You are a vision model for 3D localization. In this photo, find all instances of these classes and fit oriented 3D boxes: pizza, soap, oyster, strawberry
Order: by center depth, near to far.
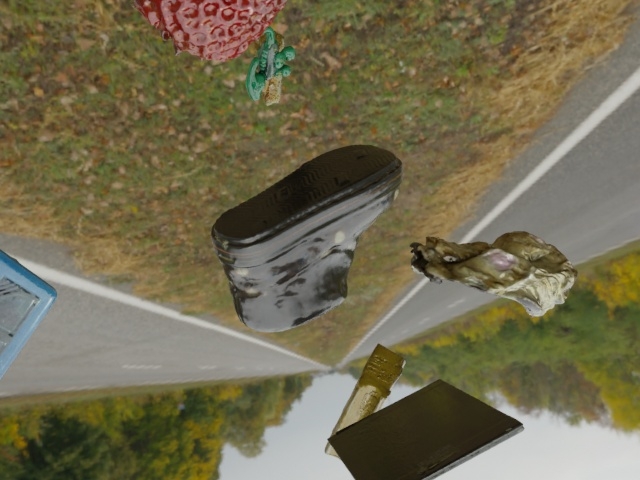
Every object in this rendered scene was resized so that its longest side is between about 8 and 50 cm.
[{"bbox_3d":[0.184,0.028,0.664,0.163,0.081,0.191,17,176,39],"label":"oyster"},{"bbox_3d":[-0.113,-0.349,0.816,0.244,0.205,0.205,-21,168,32],"label":"strawberry"},{"bbox_3d":[-0.104,-0.355,1.239,0.046,0.175,0.134,-2,152,-15],"label":"pizza"},{"bbox_3d":[0.106,0.364,1.455,0.080,0.258,0.160,27,-171,9],"label":"soap"}]

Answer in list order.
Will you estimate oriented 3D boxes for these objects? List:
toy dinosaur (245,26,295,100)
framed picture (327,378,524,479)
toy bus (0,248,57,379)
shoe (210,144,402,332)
[{"bbox_3d":[-0.095,-0.315,1.129,0.096,0.059,0.132,-44,154,-42],"label":"toy dinosaur"},{"bbox_3d":[0.158,0.328,1.086,0.255,0.014,0.338,-25,-177,-11],"label":"framed picture"},{"bbox_3d":[-0.313,0.099,0.452,0.113,0.246,0.134,14,156,40],"label":"toy bus"},{"bbox_3d":[0.000,0.000,1.120,0.384,0.237,0.171,-34,-140,-30],"label":"shoe"}]
